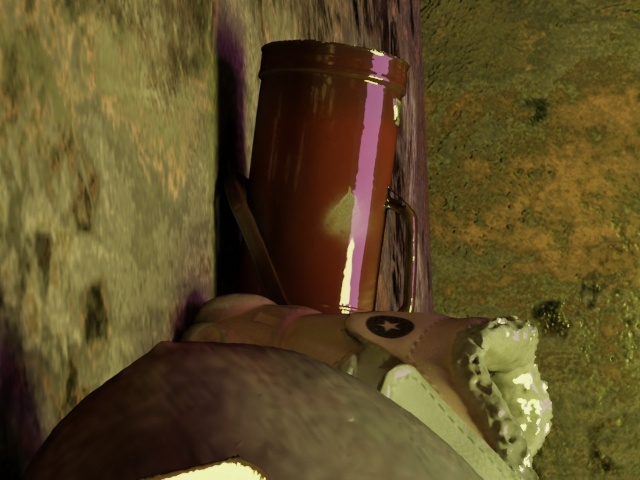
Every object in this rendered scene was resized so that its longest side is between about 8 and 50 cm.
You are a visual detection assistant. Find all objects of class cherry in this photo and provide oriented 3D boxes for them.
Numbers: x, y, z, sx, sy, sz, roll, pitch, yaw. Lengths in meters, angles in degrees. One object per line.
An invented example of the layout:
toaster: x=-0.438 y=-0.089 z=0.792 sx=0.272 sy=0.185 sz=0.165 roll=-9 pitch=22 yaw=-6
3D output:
cherry: x=-0.015 y=0.160 z=0.530 sx=0.213 sy=0.184 sz=0.266 roll=-17 pitch=98 yaw=-35

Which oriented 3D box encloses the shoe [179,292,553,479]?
shoe: x=0.022 y=0.159 z=0.745 sx=0.172 sy=0.198 sz=0.351 roll=68 pitch=17 yaw=-46

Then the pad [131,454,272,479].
pad: x=-0.083 y=0.151 z=0.325 sx=0.267 sy=0.004 sz=0.181 roll=-5 pitch=94 yaw=-55

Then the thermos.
thermos: x=0.000 y=0.000 z=0.944 sx=0.099 sy=0.124 sz=0.232 roll=31 pitch=64 yaw=-77
